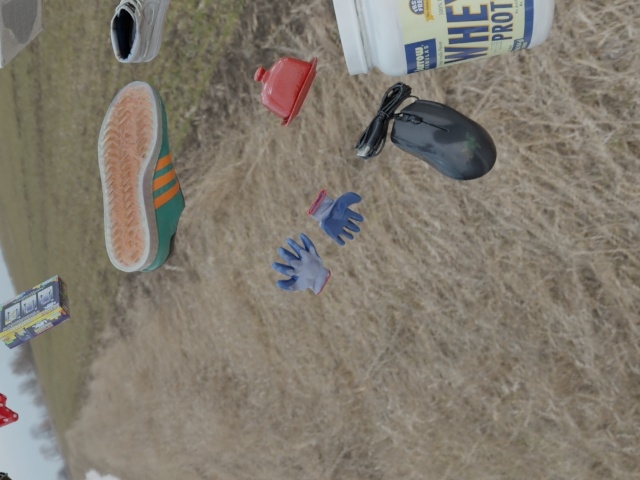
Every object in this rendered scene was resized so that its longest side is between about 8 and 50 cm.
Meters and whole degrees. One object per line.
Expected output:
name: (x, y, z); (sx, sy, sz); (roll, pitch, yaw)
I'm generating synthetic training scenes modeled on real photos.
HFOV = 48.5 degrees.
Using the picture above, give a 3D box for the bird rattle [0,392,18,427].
bird rattle: (-0.675, 0.251, 1.313); (0.207, 0.143, 0.254); (-8, 116, 43)

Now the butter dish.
butter dish: (-0.086, -0.337, 1.536); (0.160, 0.118, 0.160); (-65, 12, 4)

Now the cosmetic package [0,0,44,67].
cosmetic package: (-0.506, -0.362, 1.142); (0.239, 0.060, 0.099); (-98, 15, -60)

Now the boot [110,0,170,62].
boot: (-0.387, -0.510, 1.531); (0.123, 0.095, 0.258); (-58, -21, -67)

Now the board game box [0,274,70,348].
board game box: (-0.728, 0.180, 1.810); (0.141, 0.170, 0.048); (60, 176, 49)

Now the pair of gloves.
pair of gloves: (0.000, 0.000, 1.159); (0.023, 0.198, 0.159); (29, 177, 32)

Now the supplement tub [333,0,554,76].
supplement tub: (0.186, -0.399, 1.144); (0.235, 0.324, 0.235); (-11, -90, -83)

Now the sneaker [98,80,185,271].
sneaker: (-0.285, -0.101, 1.161); (0.121, 0.108, 0.302); (-2, -85, -72)

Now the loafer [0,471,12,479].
loafer: (-0.626, 0.434, 1.269); (0.220, 0.080, 0.078); (-13, 106, 37)

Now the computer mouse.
computer mouse: (0.213, -0.207, 1.387); (0.272, 0.188, 0.072); (26, 168, 22)
